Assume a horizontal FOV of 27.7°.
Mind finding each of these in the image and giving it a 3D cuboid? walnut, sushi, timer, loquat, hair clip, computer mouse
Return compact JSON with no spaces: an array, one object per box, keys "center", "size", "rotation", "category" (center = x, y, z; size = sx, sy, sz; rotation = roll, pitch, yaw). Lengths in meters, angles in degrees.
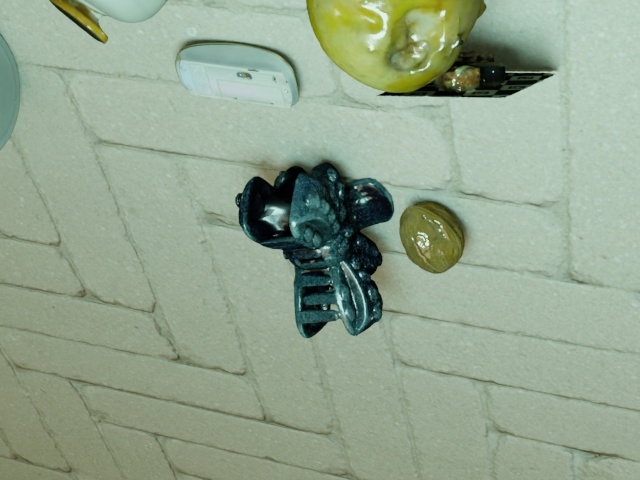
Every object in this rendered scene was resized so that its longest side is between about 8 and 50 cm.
[{"center":[0.173,-0.006,2.046],"size":[0.105,0.105,0.124],"rotation":[-19,111,44],"category":"walnut"},{"center":[0.192,-0.225,1.707],"size":[0.193,0.210,0.040],"rotation":[4,107,26],"category":"sushi"},{"center":[-0.279,-0.411,1.747],"size":[0.233,0.240,0.233],"rotation":[38,177,3],"category":"timer"},{"center":[0.087,-0.309,1.605],"size":[0.244,0.243,0.244],"rotation":[16,144,12],"category":"loquat"},{"center":[0.003,-0.001,2.068],"size":[0.195,0.206,0.310],"rotation":[-5,131,27],"category":"hair clip"},{"center":[-0.123,-0.249,1.958],"size":[0.199,0.044,0.102],"rotation":[10,141,21],"category":"computer mouse"}]

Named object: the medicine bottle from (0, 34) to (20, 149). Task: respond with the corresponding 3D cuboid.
[{"center":[-0.647,-0.243,2.111],"size":[0.232,0.237,0.238],"rotation":[3,139,25],"category":"medicine bottle"}]
